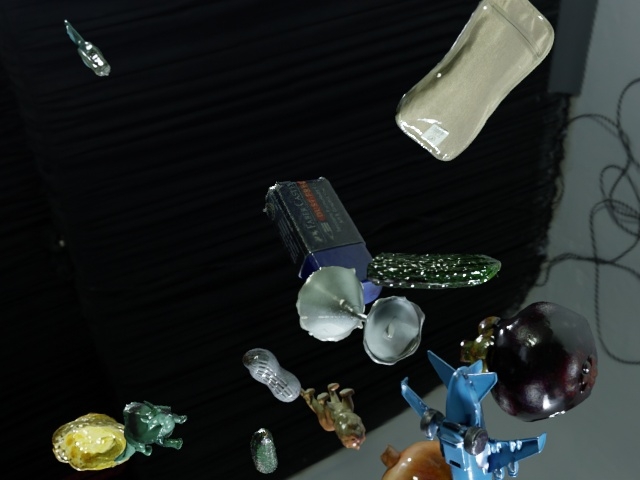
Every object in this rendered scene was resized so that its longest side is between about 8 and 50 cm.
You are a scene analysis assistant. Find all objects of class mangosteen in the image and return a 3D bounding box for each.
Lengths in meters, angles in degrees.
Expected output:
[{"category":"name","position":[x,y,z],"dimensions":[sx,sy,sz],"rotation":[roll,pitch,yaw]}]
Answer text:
[{"category":"mangosteen","position":[0.446,0.262,1.632],"dimensions":[0.233,0.287,0.287],"rotation":[65,159,-1]}]

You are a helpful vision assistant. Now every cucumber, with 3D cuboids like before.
[{"category":"cucumber","position":[0.229,0.062,1.532],"dimensions":[0.077,0.265,0.077],"rotation":[1,-90,-78]},{"category":"cucumber","position":[-0.147,0.538,1.940],"dimensions":[0.068,0.067,0.293],"rotation":[59,165,25]}]

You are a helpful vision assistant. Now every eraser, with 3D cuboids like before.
[{"category":"eraser","position":[0.000,0.000,1.674],"dimensions":[0.332,0.155,0.102],"rotation":[61,150,35]}]

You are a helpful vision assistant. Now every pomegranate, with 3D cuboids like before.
[{"category":"pomegranate","position":[0.250,0.604,1.841],"dimensions":[0.270,0.252,0.229],"rotation":[38,168,3]}]

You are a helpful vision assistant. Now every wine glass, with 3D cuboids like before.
[{"category":"wine glass","position":[0.071,0.134,1.354],"dimensions":[0.232,0.156,0.156],"rotation":[15,122,62]}]

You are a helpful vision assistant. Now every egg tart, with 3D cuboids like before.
[{"category":"egg tart","position":[-0.602,0.526,2.013],"dimensions":[0.090,0.212,0.213],"rotation":[-101,7,-49]}]

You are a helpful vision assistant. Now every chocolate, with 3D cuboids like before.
[{"category":"chocolate","position":[-0.112,0.315,1.781],"dimensions":[0.167,0.072,0.072],"rotation":[46,164,-16]}]

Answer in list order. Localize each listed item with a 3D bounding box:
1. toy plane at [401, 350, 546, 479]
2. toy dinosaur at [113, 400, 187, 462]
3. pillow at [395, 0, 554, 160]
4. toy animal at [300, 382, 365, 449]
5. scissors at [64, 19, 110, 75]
[{"category":"toy plane","position":[0.220,0.301,1.141],"dimensions":[0.254,0.105,0.271],"rotation":[13,114,45]},{"category":"toy dinosaur","position":[-0.324,0.369,1.451],"dimensions":[0.292,0.120,0.079],"rotation":[117,167,-54]},{"category":"pillow","position":[0.195,-0.203,0.947],"dimensions":[0.130,0.217,0.033],"rotation":[30,-166,-33]},{"category":"toy animal","position":[0.041,0.478,2.060],"dimensions":[0.312,0.097,0.158],"rotation":[162,93,-72]},{"category":"scissors","position":[-0.473,-0.381,1.569],"dimensions":[0.138,0.041,0.289],"rotation":[57,174,-34]}]
